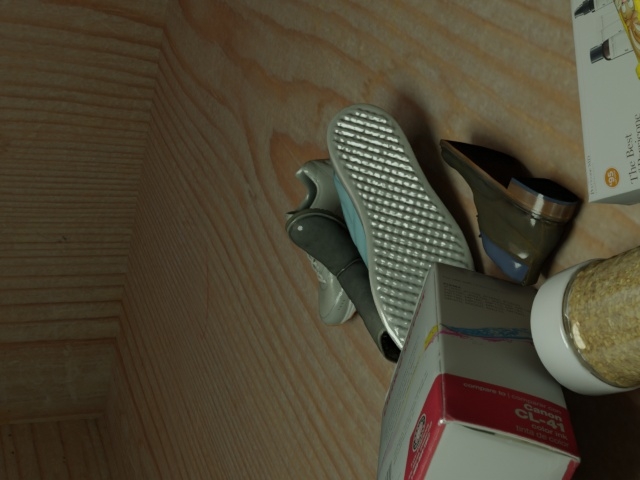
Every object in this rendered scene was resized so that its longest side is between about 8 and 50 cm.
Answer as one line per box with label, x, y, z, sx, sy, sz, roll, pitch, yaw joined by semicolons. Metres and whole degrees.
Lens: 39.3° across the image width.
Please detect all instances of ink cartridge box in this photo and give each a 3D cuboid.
ink cartridge box;0.141;0.191;0.899;0.306;0.131;0.226;-73;-1;-64

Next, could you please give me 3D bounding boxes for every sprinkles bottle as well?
sprinkles bottle;0.315;0.037;0.687;0.355;0.121;0.121;146;122;-60

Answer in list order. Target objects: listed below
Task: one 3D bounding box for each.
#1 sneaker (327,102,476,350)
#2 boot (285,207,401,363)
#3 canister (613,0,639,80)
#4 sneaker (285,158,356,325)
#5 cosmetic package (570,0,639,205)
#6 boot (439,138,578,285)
sneaker;0.111;0.003;1.164;0.150;0.135;0.365;68;-174;-69
boot;0.048;0.063;1.212;0.076;0.190;0.208;-45;37;23
canister;0.296;-0.216;0.726;0.126;0.073;0.169;-26;70;29
sneaker;0.000;0.000;1.362;0.099;0.121;0.262;-169;80;-65
cosmetic package;0.287;-0.158;0.823;0.099;0.060;0.239;158;111;-64
boot;0.188;-0.039;1.007;0.219;0.082;0.106;46;127;54
